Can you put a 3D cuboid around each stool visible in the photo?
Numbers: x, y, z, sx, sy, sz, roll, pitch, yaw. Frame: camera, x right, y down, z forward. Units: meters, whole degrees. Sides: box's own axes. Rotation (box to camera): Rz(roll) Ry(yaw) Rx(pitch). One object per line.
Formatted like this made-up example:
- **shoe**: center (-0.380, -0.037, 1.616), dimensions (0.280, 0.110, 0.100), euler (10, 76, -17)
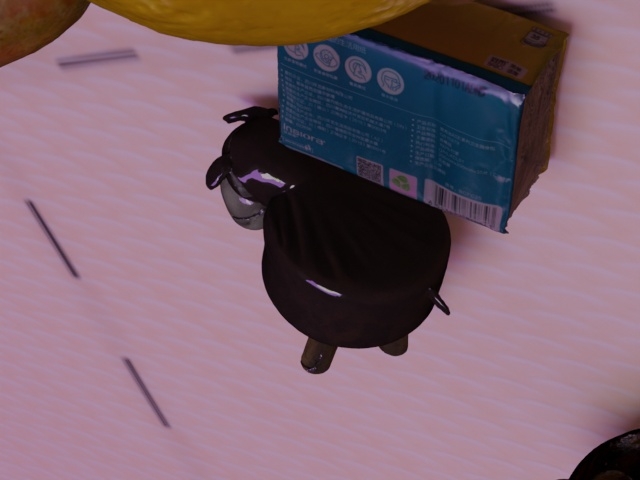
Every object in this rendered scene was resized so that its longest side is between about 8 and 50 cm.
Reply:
- **stool**: center (0.000, 0.000, 1.095), dimensions (0.217, 0.125, 0.121), euler (39, 146, 16)

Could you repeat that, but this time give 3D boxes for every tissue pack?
- **tissue pack**: center (0.060, -0.094, 0.975), dimensions (0.169, 0.082, 0.120), euler (23, 139, 21)

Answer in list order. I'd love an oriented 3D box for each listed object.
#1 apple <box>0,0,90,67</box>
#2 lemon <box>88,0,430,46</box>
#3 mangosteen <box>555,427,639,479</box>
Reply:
- **apple**: center (-0.245, -0.257, 0.924), dimensions (0.250, 0.277, 0.309), euler (37, 134, 54)
- **lemon**: center (-0.028, -0.229, 0.742), dimensions (0.297, 0.297, 0.297), euler (23, 140, 21)
- **mangosteen**: center (0.226, 0.207, 1.069), dimensions (0.172, 0.172, 0.184), euler (-6, 169, 35)
